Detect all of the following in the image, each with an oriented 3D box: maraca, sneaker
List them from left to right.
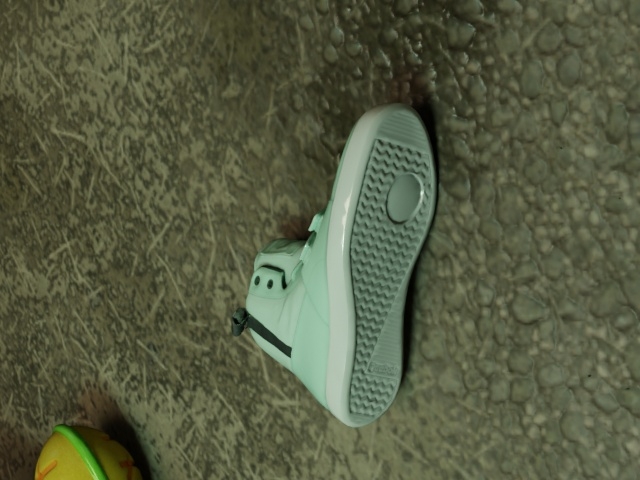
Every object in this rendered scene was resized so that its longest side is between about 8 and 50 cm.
[{"bbox_3d":[-0.213,0.260,1.514,0.127,0.099,0.185,10,122,64],"label":"maraca"},{"bbox_3d":[0.000,0.001,1.202,0.151,0.094,0.255,31,122,42],"label":"sneaker"}]
